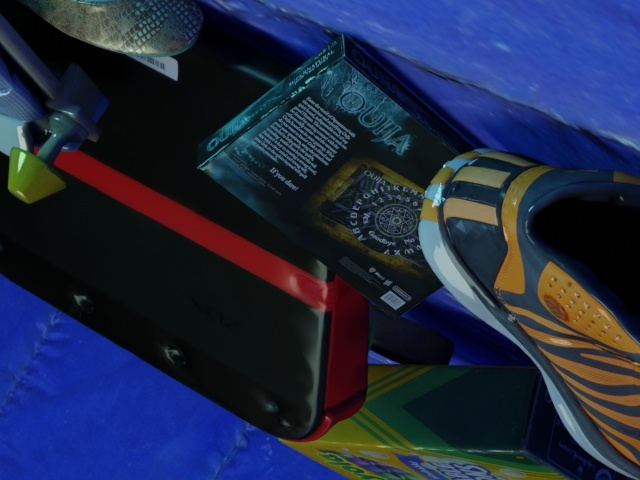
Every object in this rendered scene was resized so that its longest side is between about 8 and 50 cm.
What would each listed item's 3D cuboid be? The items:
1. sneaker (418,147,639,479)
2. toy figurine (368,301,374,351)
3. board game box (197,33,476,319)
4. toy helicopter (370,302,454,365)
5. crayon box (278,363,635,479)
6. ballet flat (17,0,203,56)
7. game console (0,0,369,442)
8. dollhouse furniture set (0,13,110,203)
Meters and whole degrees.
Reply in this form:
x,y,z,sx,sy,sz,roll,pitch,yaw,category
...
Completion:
x,y,z,sx,sy,sz,roll,pitch,yaw,category
0.208,0.068,1.117,0.321,0.124,0.180,37,169,-24,sneaker
0.000,0.000,1.390,0.159,0.130,0.173,122,128,-68,toy figurine
0.032,-0.036,1.189,0.186,0.126,0.026,38,-150,-30,board game box
-0.041,0.044,1.714,0.355,0.140,0.235,26,168,-20,toy helicopter
0.111,0.183,1.733,0.323,0.083,0.203,-1,156,40,crayon box
-0.167,-0.178,1.221,0.206,0.073,0.067,22,147,26,ballet flat
-0.125,-0.044,1.376,0.387,0.060,0.342,27,136,25,game console
-0.336,-0.127,1.215,0.303,0.198,0.286,27,165,30,dollhouse furniture set
